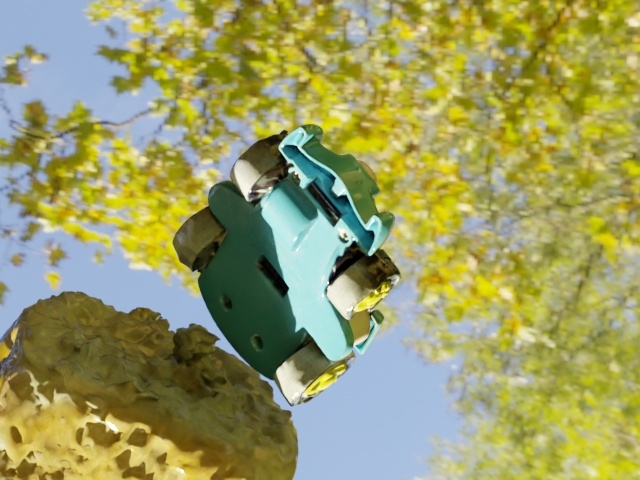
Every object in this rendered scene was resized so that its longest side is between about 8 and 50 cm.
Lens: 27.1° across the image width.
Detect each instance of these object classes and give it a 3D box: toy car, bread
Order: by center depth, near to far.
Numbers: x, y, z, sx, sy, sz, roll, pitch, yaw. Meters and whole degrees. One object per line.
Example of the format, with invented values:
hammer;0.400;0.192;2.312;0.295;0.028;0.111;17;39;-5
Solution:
toy car;0.000;0.000;0.750;0.098;0.161;0.126;-25;-112;-44
bread;-0.133;0.144;0.832;0.196;0.176;0.246;23;-71;-18
